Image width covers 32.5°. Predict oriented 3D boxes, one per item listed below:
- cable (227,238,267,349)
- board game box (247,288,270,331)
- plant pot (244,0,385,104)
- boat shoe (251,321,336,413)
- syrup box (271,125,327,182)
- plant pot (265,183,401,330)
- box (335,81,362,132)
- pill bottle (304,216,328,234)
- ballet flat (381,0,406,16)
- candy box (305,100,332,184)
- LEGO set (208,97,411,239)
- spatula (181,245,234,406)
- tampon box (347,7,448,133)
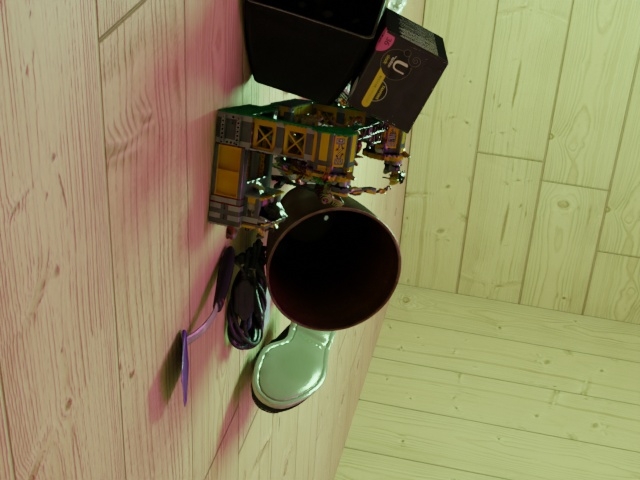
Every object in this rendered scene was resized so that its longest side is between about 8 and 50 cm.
[{"bbox_3d":[-0.117,0.091,1.790,0.150,0.047,0.184,-72,163,-65],"label":"cable"},{"bbox_3d":[-0.107,0.123,1.924,0.090,0.020,0.090,-59,157,-64],"label":"board game box"},{"bbox_3d":[-0.014,-0.315,1.628,0.167,0.188,0.187,109,0,-46],"label":"plant pot"},{"bbox_3d":[-0.062,0.238,2.029,0.113,0.127,0.340,-60,-176,28],"label":"boat shoe"},{"bbox_3d":[-0.016,-0.158,1.965,0.237,0.093,0.096,-26,125,-79],"label":"syrup box"},{"bbox_3d":[0.000,0.000,1.801,0.230,0.215,0.215,-115,-153,-63],"label":"plant pot"},{"bbox_3d":[0.068,-0.344,2.140,0.159,0.044,0.233,43,43,-32],"label":"box"},{"bbox_3d":[-0.013,-0.007,2.042,0.221,0.124,0.124,81,21,-63],"label":"pill bottle"},{"bbox_3d":[0.094,-0.444,2.336,0.147,0.147,0.409,75,23,-68],"label":"ballet flat"},{"bbox_3d":[0.025,-0.208,2.224,0.165,0.070,0.196,-60,157,-62],"label":"candy box"},{"bbox_3d":[-0.016,-0.090,1.594,0.331,0.255,0.192,-41,139,-70],"label":"LEGO set"},{"bbox_3d":[-0.162,0.110,1.562,0.296,0.030,0.084,-71,167,-47],"label":"spatula"},{"bbox_3d":[0.111,-0.248,1.590,0.120,0.101,0.161,-61,-172,22],"label":"tampon box"}]
